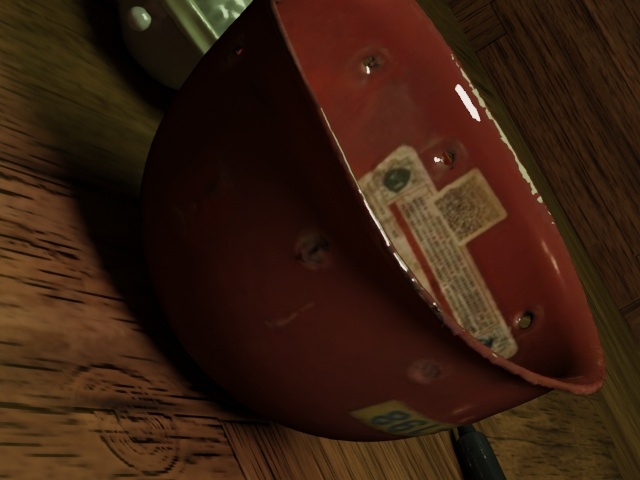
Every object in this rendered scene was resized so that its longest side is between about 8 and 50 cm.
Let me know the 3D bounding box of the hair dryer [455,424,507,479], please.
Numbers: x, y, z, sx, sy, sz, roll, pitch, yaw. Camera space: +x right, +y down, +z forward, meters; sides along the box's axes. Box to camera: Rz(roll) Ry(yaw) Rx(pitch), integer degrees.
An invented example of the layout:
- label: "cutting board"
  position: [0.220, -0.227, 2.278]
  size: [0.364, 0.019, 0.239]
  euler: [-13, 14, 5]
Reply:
- label: "hair dryer"
  position: [0.159, 0.243, 1.428]
  size: [0.128, 0.070, 0.255]
  euler: [45, 12, -40]

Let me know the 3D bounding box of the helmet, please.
- label: "helmet"
  position: [0.000, 0.000, 1.025]
  size: [0.385, 0.230, 0.338]
  euler: [12, 49, -60]

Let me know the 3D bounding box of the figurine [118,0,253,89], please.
- label: "figurine"
  position: [-0.085, -0.186, 1.285]
  size: [0.162, 0.141, 0.237]
  euler: [58, 14, 15]

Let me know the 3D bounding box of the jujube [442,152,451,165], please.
- label: "jujube"
  position: [0.072, 0.004, 1.417]
  size: [0.155, 0.155, 0.230]
  euler: [32, 32, -60]
